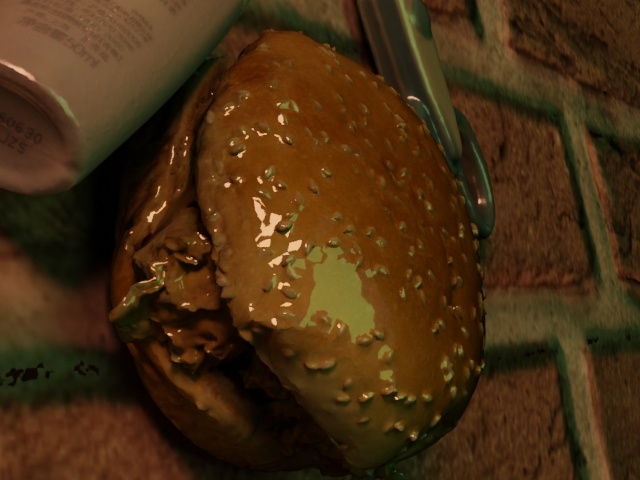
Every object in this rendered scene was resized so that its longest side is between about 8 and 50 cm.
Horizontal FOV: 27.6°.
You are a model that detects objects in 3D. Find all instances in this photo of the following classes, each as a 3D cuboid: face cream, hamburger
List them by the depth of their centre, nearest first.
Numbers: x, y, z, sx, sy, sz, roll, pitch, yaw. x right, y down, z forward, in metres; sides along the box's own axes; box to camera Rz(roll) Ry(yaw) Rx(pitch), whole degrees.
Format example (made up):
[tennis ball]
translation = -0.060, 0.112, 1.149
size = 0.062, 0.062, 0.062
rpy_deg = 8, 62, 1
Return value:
[face cream]
translation = -0.087, -0.094, 0.544
size = 0.084, 0.057, 0.198
rpy_deg = 32, 38, -2
[hamburger]
translation = 0.000, 0.000, 0.590
size = 0.189, 0.122, 0.215
rpy_deg = 51, 34, -32

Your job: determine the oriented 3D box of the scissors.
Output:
[scissors]
translation = 0.051, -0.126, 0.824
size = 0.138, 0.041, 0.289
rpy_deg = -33, 109, -61
